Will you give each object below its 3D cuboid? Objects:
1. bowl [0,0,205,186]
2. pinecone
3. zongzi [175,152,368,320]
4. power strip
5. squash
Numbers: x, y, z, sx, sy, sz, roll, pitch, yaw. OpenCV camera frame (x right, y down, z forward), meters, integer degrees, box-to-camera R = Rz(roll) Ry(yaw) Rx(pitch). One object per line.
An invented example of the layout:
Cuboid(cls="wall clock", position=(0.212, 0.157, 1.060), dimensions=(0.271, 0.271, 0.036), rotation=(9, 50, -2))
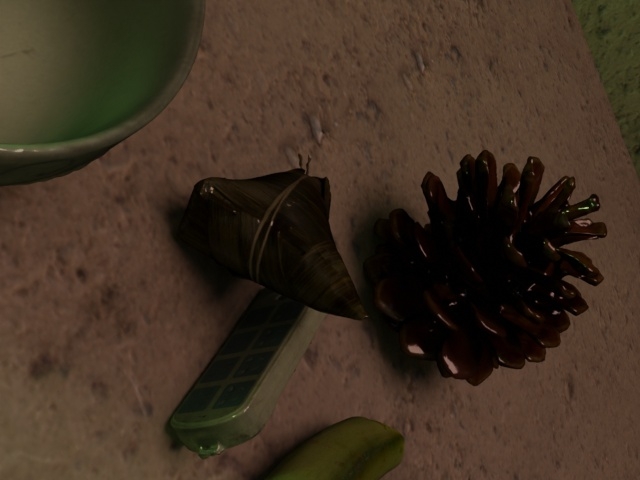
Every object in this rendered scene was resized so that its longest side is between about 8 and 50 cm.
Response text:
Cuboid(cls="bowl", position=(-0.226, -0.153, 0.441), dimensions=(0.307, 0.163, 0.307), rotation=(24, 52, -35))
Cuboid(cls="pinecone", position=(0.189, 0.015, 0.918), dimensions=(0.264, 0.264, 0.264), rotation=(29, 53, -46))
Cuboid(cls="zongzi", position=(0.000, 0.000, 0.721), dimensions=(0.187, 0.184, 0.084), rotation=(-24, 138, -58))
Cuboid(cls="power strip", position=(-0.047, 0.089, 0.687), dimensions=(0.029, 0.080, 0.227), rotation=(60, 35, -20))
Cuboid(cls="squash", position=(-0.006, 0.218, 0.694), dimensions=(0.250, 0.083, 0.083), rotation=(-28, 99, -59))
